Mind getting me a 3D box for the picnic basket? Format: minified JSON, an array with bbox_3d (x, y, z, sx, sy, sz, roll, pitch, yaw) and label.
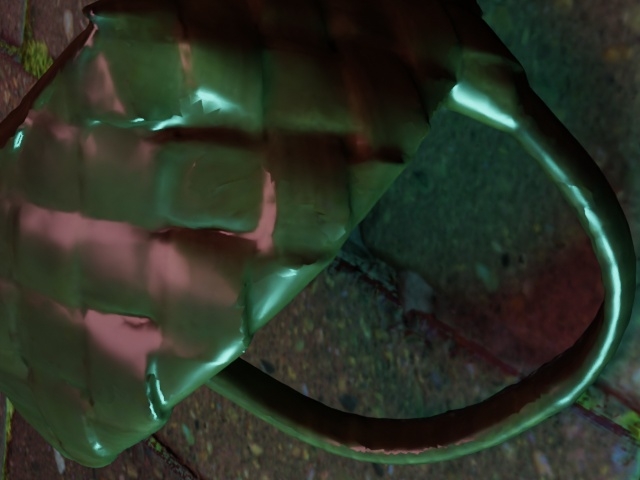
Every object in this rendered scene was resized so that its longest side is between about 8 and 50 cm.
[{"bbox_3d":[0.000,0.000,0.581,0.293,0.337,0.337,-39,65,38],"label":"picnic basket"}]
